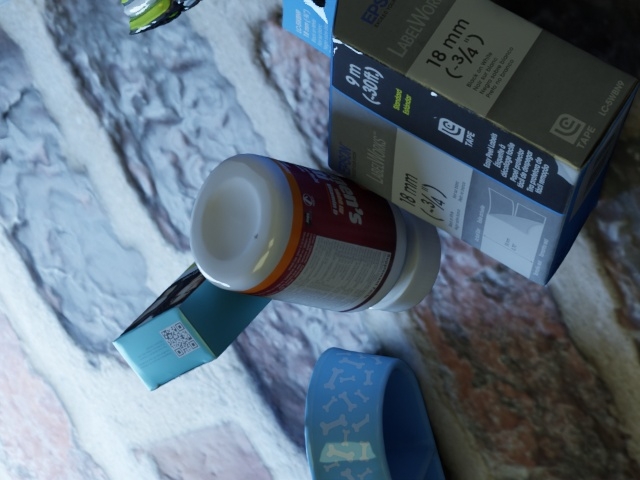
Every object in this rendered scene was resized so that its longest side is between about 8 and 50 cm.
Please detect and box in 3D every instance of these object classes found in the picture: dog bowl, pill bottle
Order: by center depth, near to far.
[{"bbox_3d":[0.000,0.000,1.641,0.121,0.221,0.121,-12,73,43],"label":"pill bottle"},{"bbox_3d":[0.066,0.242,1.813,0.074,0.166,0.297,-6,116,22],"label":"dog bowl"}]

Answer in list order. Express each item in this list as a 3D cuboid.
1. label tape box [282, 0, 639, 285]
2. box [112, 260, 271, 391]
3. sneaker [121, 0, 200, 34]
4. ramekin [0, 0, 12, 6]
[{"bbox_3d":[0.080,-0.122,1.530,0.333,0.106,0.241,30,160,12],"label":"label tape box"},{"bbox_3d":[-0.084,0.038,1.708,0.100,0.244,0.060,-28,103,40],"label":"box"},{"bbox_3d":[-0.102,-0.296,1.596,0.300,0.111,0.121,-34,94,38],"label":"sneaker"},{"bbox_3d":[-0.314,-0.331,1.607,0.127,0.273,0.273,50,135,22],"label":"ramekin"}]
